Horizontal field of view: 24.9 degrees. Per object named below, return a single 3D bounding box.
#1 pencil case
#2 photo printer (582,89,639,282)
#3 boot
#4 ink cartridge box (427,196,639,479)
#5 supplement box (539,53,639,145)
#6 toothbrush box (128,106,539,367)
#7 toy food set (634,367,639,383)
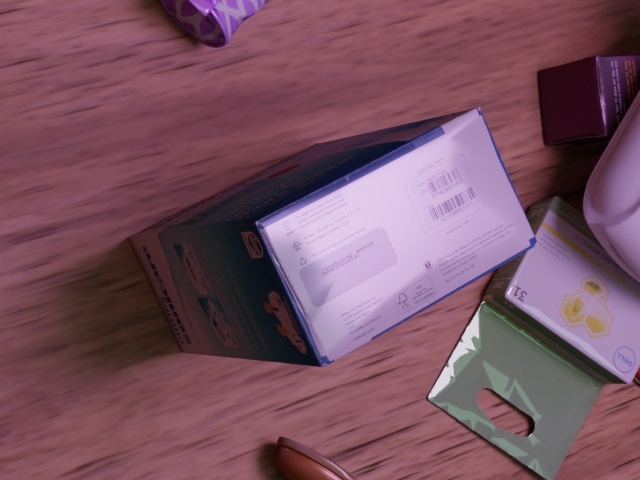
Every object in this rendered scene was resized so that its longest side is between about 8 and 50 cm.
[{"bbox_3d":[-0.056,-0.267,1.305,0.086,0.088,0.206,42,73,-16],"label":"pencil case"},{"bbox_3d":[0.406,-0.081,1.404,0.256,0.107,0.307,29,93,-32],"label":"photo printer"},{"bbox_3d":[-0.010,0.289,1.318,0.152,0.073,0.197,-46,104,-16],"label":"boot"},{"bbox_3d":[0.234,0.099,1.444,0.171,0.056,0.235,35,72,-15],"label":"ink cartridge box"},{"bbox_3d":[0.330,-0.147,1.478,0.188,0.104,0.080,-6,91,-26],"label":"supplement box"},{"bbox_3d":[0.000,0.000,1.208,0.216,0.295,0.126,-28,99,-23],"label":"toothbrush box"},{"bbox_3d":[0.358,0.117,1.528,0.083,0.020,0.083,16,81,-24],"label":"toy food set"}]
